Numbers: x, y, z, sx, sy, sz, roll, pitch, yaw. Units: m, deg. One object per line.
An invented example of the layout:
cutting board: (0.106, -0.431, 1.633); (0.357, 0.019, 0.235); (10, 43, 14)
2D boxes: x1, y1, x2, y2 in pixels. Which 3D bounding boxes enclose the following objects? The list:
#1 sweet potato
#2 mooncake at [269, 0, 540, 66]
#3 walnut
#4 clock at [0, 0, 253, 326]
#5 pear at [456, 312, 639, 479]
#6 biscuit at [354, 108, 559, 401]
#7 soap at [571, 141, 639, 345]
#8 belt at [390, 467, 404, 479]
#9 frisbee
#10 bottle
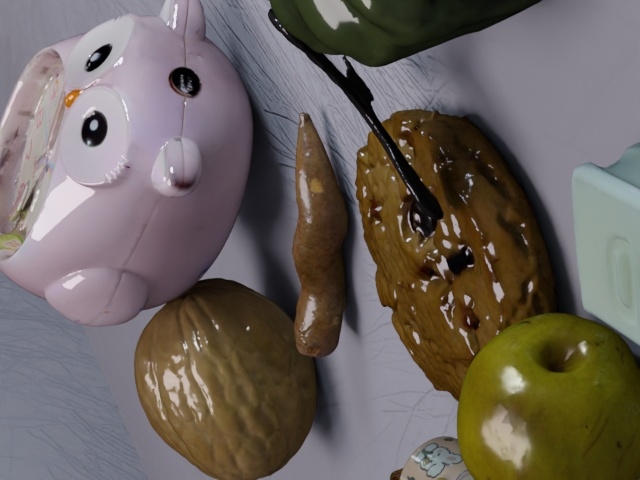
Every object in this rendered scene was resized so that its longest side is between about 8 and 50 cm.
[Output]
sweet potato: (0.000, 0.000, 1.527); (0.067, 0.059, 0.281); (-78, -9, -52)
mooncake: (0.028, -0.303, 0.984); (0.351, 0.187, 0.351); (55, 158, 35)
walnut: (-0.115, 0.177, 1.780); (0.225, 0.225, 0.261); (4, 117, 69)
clock: (-0.217, -0.091, 1.686); (0.376, 0.250, 0.368); (-37, 47, 50)
pear: (0.173, 0.138, 1.077); (0.149, 0.149, 0.162); (50, 148, 43)
biscuit: (0.106, 0.021, 1.244); (0.296, 0.075, 0.296); (52, 152, 43)
soap: (0.243, 0.025, 0.902); (0.198, 0.066, 0.119); (37, 144, 57)
belt: (0.108, 0.281, 1.547); (0.083, 0.036, 0.059); (65, 153, 13)
frisbee: (0.032, -0.111, 1.163); (0.211, 0.012, 0.187); (50, -168, -10)
bottle: (0.149, 0.244, 1.331); (0.152, 0.099, 0.099); (22, 130, 56)
